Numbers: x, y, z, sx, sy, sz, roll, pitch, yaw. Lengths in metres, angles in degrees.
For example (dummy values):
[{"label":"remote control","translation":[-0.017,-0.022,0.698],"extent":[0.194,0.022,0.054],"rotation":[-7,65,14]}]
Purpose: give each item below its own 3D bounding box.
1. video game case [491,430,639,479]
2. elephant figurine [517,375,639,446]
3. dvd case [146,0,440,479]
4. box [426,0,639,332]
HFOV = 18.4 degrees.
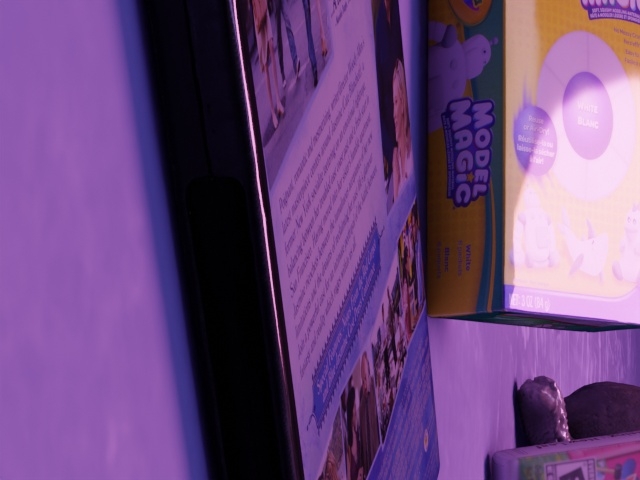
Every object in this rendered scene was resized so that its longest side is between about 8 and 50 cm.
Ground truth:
[{"label":"video game case","translation":[0.177,0.196,0.971],"extent":[0.023,0.193,0.212],"rotation":[-165,-109,-67]},{"label":"elephant figurine","translation":[0.244,0.152,1.096],"extent":[0.186,0.239,0.169],"rotation":[-23,116,-67]},{"label":"dvd case","translation":[0.000,0.000,0.506],"extent":[0.180,0.022,0.253],"rotation":[-66,153,-61]},{"label":"box","translation":[0.089,-0.056,0.777],"extent":[0.105,0.043,0.179],"rotation":[7,79,-46]}]
